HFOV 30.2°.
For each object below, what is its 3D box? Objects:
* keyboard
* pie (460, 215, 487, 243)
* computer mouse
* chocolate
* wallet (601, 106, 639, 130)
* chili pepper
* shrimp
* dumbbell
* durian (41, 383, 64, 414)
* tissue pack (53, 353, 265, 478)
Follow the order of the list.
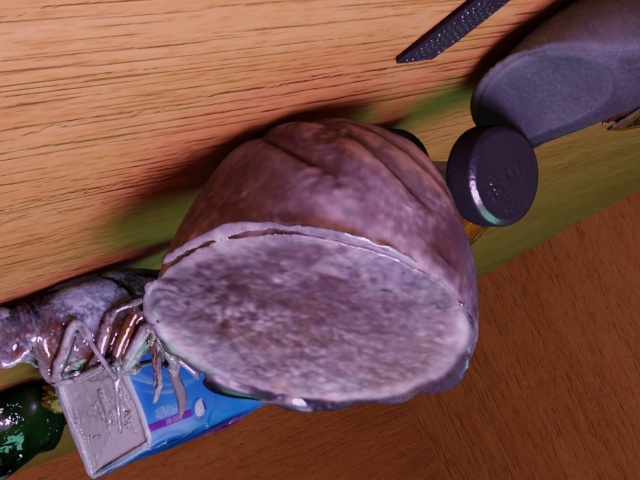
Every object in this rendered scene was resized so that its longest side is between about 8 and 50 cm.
[{"bbox_3d":[0.127,-0.189,0.995,0.053,0.010,0.155,-15,167,-42],"label":"keyboard"},{"bbox_3d":[0.176,0.013,1.907,0.308,0.085,0.308,-45,179,-1],"label":"pie"},{"bbox_3d":[0.271,-0.176,1.139,0.203,0.114,0.374,-25,-179,-21],"label":"computer mouse"},{"bbox_3d":[0.000,0.000,1.091,0.303,0.213,0.303,6,144,5],"label":"chocolate"},{"bbox_3d":[0.518,-0.219,1.780,0.161,0.042,0.195,-32,168,37],"label":"wallet"},{"bbox_3d":[-0.458,0.293,1.853,0.148,0.116,0.264,-28,172,-1],"label":"chili pepper"},{"bbox_3d":[-0.271,0.117,1.276,0.410,0.166,0.221,-5,-164,-27],"label":"shrimp"},{"bbox_3d":[0.119,-0.065,1.192,0.100,0.100,0.191,-19,-165,-35],"label":"dumbbell"},{"bbox_3d":[-0.344,0.190,1.729,0.140,0.078,0.224,-11,158,-11],"label":"durian"},{"bbox_3d":[-0.208,0.169,1.547,0.146,0.198,0.263,-29,170,33],"label":"tissue pack"}]
